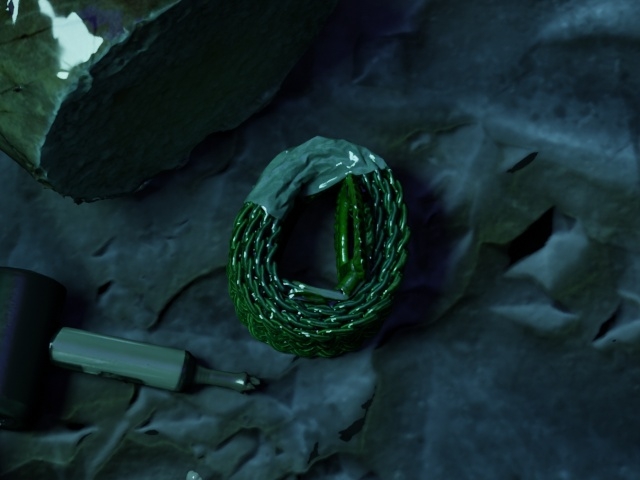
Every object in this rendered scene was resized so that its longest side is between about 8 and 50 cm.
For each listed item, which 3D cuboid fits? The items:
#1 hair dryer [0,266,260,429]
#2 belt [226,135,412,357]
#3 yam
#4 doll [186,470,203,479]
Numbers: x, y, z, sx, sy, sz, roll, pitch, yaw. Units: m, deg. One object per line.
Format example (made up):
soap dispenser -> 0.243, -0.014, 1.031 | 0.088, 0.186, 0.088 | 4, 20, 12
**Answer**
hair dryer -> -0.137, 0.084, 1.283 | 0.197, 0.057, 0.100 | 10, 71, -6
belt -> 0.000, 0.000, 1.304 | 0.121, 0.079, 0.151 | 14, 69, 2
yam -> -0.193, -0.195, 1.287 | 0.348, 0.241, 0.241 | 39, 72, 12
doll -> -0.099, 0.192, 1.250 | 0.085, 0.040, 0.058 | -29, 64, -13
